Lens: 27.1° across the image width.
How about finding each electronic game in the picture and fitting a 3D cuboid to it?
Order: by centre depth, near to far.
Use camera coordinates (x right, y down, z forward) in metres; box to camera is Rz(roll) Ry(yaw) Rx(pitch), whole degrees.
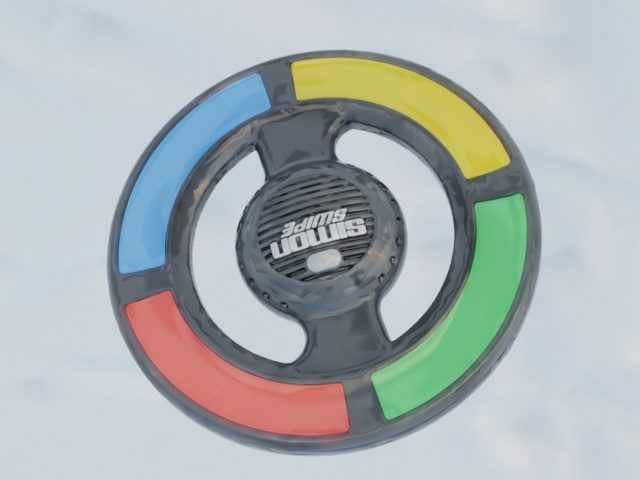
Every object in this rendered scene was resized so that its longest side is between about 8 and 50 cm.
[{"bbox_3d":[0.000,0.000,0.693,0.229,0.229,0.048,-7,155,6],"label":"electronic game"}]
